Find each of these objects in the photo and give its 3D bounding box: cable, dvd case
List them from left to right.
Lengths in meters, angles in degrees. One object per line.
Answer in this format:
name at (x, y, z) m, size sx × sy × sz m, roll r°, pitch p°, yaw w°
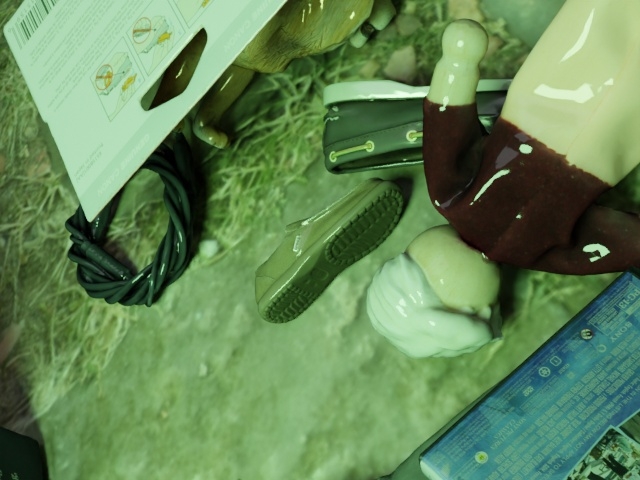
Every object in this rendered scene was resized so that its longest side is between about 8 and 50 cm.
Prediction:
cable at (-0.176, -0.016, 0.875) m, size 0.150 × 0.047 × 0.184 m, roll -28°, pitch 52°, yaw 18°
dvd case at (0.200, 0.138, 0.481) m, size 0.180 × 0.022 × 0.253 m, roll -38°, pitch 54°, yaw -17°

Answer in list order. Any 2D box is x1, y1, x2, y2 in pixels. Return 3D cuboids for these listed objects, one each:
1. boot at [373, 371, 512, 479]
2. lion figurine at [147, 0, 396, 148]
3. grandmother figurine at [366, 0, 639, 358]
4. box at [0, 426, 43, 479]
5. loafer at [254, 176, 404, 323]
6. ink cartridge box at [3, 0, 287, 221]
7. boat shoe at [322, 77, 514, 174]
boot at (0.091, 0.185, 0.565) m, size 0.208 × 0.076 × 0.190 m, roll -27°, pitch 53°, yaw 10°
lion figurine at (-0.117, -0.234, 0.890) m, size 0.392 × 0.142 × 0.240 m, roll 31°, pitch 98°, yaw 34°
grandmother figurine at (0.151, -0.056, 0.597) m, size 0.342 × 0.208 × 0.104 m, roll -53°, pitch 2°, yaw 20°
box at (-0.383, 0.249, 0.627) m, size 0.212 × 0.395 × 0.293 m, roll -34°, pitch 49°, yaw 13°
loafer at (0.000, 0.000, 0.737) m, size 0.148 × 0.056 × 0.050 m, roll -42°, pitch 54°, yaw 7°
ink cartridge box at (-0.129, -0.185, 0.768) m, size 0.275 × 0.060 × 0.239 m, roll -44°, pitch 60°, yaw 23°
boat shoe at (0.106, -0.080, 0.701) m, size 0.227 × 0.081 × 0.069 m, roll 3°, pitch 88°, yaw 30°
